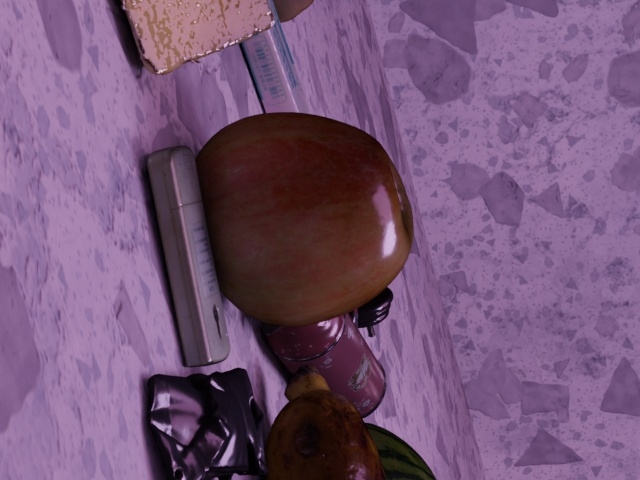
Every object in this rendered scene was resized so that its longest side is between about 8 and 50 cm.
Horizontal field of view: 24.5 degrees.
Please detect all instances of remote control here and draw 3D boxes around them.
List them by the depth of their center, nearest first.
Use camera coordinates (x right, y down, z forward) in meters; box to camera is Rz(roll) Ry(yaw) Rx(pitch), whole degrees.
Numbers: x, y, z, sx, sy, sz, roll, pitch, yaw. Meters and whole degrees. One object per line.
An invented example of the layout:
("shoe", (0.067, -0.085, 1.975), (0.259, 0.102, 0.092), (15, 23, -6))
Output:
("remote control", (-0.138, 0.017, 1.556), (0.098, 0.038, 0.234), (-27, 106, -78))

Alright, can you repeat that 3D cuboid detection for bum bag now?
("bum bag", (-0.107, 0.188, 1.475), (0.248, 0.060, 0.123), (13, 66, -77))

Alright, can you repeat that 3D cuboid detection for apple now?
("apple", (-0.019, -0.031, 1.679), (0.257, 0.233, 0.257), (-18, 90, -78))

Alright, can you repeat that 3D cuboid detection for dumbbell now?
("dumbbell", (0.059, 0.060, 2.341), (0.099, 0.099, 0.209), (-76, 154, -65))

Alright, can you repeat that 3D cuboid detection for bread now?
("bread", (-0.148, -0.301, 1.579), (0.178, 0.135, 0.240), (-77, 156, -65))

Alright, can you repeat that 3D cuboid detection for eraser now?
("eraser", (-0.071, -0.258, 2.137), (0.096, 0.052, 0.225), (-90, 163, -55))

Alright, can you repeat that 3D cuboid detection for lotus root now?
("lotus root", (0.007, 0.285, 1.735), (0.169, 0.141, 0.314), (67, 14, -61))

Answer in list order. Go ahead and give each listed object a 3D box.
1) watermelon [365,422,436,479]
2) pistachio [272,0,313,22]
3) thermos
("watermelon", (0.085, 0.391, 1.941), (0.331, 0.189, 0.331), (-16, 90, -75))
("pistachio", (-0.074, -0.422, 2.157), (0.129, 0.131, 0.206), (15, -45, 51))
("thermos", (0.008, 0.124, 1.926), (0.109, 0.136, 0.330), (54, -3, 31))
